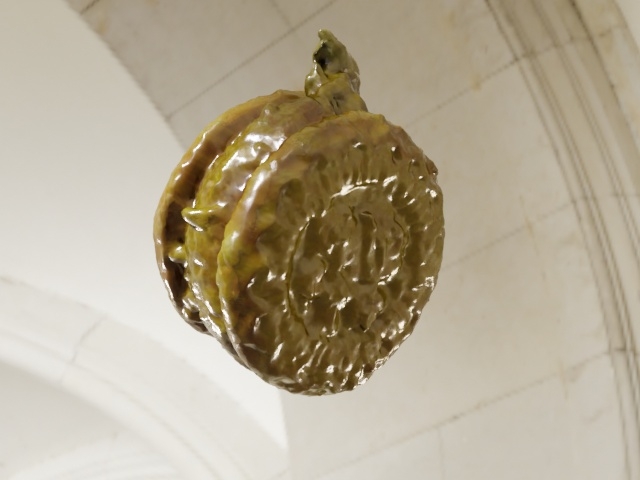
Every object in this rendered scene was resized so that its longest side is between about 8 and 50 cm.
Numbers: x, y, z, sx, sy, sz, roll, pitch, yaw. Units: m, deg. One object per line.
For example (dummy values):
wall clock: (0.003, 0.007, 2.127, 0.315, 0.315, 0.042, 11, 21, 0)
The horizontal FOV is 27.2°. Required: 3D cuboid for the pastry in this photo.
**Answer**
pastry: (0.000, 0.000, 1.033, 0.132, 0.235, 0.240, 36, -17, 44)
